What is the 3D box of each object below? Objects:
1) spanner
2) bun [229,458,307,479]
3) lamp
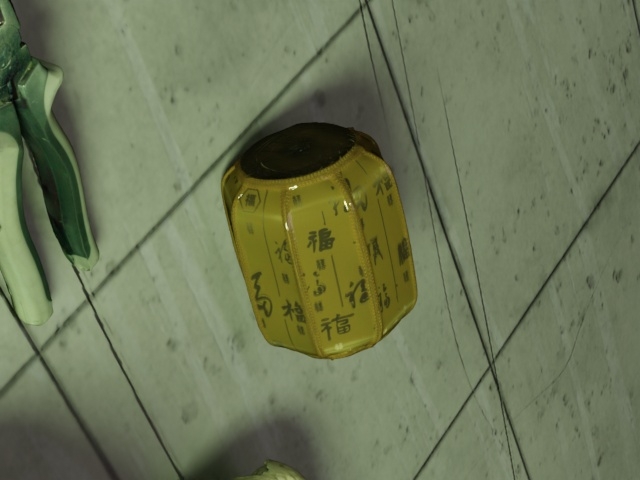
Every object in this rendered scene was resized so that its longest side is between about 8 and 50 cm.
[{"bbox_3d":[-0.210,-0.067,0.964,0.095,0.040,0.325,-54,154,-35],"label":"spanner"},{"bbox_3d":[-0.076,0.287,1.222,0.178,0.128,0.193,5,82,-53],"label":"bun"},{"bbox_3d":[0.000,0.000,1.235,0.161,0.161,0.185,-43,127,-40],"label":"lamp"}]
